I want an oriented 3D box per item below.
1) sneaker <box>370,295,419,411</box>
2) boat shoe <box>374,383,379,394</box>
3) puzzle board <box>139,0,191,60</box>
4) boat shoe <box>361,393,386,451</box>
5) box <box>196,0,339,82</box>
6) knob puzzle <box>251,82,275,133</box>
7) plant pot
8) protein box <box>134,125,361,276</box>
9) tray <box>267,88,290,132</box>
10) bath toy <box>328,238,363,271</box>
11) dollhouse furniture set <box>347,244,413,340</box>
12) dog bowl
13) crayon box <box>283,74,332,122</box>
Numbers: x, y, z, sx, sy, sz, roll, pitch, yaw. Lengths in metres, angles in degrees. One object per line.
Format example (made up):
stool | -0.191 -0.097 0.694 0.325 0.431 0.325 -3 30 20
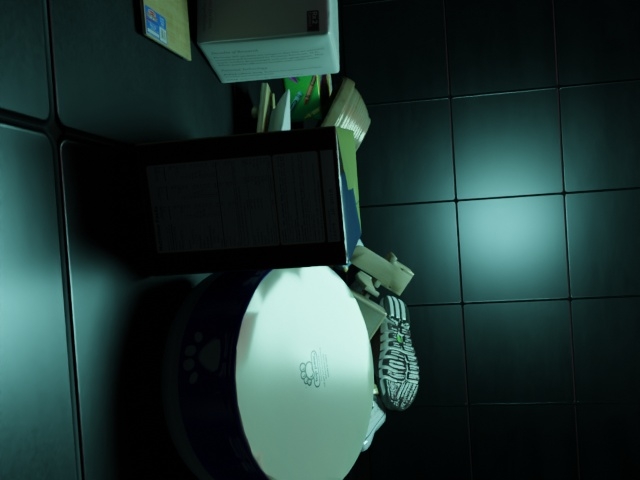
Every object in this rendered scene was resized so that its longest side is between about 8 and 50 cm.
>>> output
sneaker | 0.141 0.283 1.387 0.162 0.106 0.281 -41 -146 43
boat shoe | 0.075 0.396 1.606 0.285 0.104 0.089 146 -69 -66
puzzle board | -0.175 -0.263 0.656 0.128 0.011 0.096 -30 118 -80
boat shoe | 0.094 0.361 1.245 0.226 0.083 0.076 -47 134 -76
box | -0.069 -0.333 0.822 0.119 0.182 0.181 59 29 -76
knob puzzle | -0.103 -0.161 1.018 0.213 0.030 0.213 5 90 -88
plant pot | 0.048 -0.271 1.446 0.237 0.110 0.237 -60 -171 16
protein box | -0.065 -0.049 0.659 0.200 0.201 0.136 -49 135 -78
tray | -0.075 -0.124 1.054 0.270 0.030 0.145 93 2 -56
bath toy | 0.000 0.000 1.350 0.129 0.151 0.348 50 3 15
dollhouse furniture set | 0.048 0.112 1.454 0.303 0.174 0.355 -57 -171 8
dog bowl | -0.047 0.153 0.677 0.265 0.104 0.265 22 63 -51
crayon box | -0.030 -0.414 1.450 0.278 0.081 0.165 -77 162 -61
